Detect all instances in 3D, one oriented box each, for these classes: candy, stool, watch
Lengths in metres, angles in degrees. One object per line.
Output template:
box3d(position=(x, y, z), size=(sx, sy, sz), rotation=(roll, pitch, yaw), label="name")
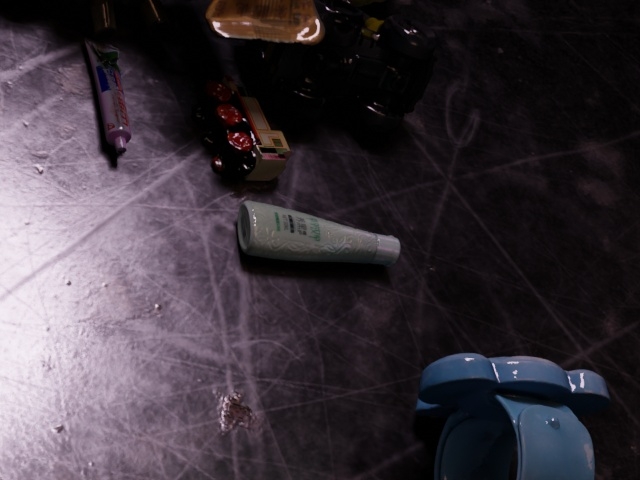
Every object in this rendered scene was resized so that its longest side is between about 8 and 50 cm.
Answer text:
box3d(position=(-0.087, -0.339, 1.575), size=(0.143, 0.101, 0.271), rotation=(-8, 72, -23), label="candy")
box3d(position=(-0.243, -0.309, 1.592), size=(0.228, 0.153, 0.139), rotation=(-23, 75, 3), label="stool")
box3d(position=(0.190, 0.224, 1.406), size=(0.211, 0.211, 0.193), rotation=(11, 65, -24), label="watch")

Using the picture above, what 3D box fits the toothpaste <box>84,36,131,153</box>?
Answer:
box3d(position=(-0.236, -0.164, 1.547), size=(0.045, 0.028, 0.170), rotation=(11, 46, -33), label="toothpaste")

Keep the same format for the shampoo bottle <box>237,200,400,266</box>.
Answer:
box3d(position=(0.000, 0.000, 1.550), size=(0.190, 0.041, 0.069), rotation=(10, 45, -25), label="shampoo bottle")

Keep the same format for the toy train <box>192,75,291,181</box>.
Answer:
box3d(position=(-0.093, -0.132, 1.594), size=(0.087, 0.050, 0.138), rotation=(-1, 55, -38), label="toy train")

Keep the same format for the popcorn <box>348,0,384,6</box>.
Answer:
box3d(position=(0.023, -0.410, 1.757), size=(0.293, 0.237, 0.293), rotation=(22, 37, -18), label="popcorn")

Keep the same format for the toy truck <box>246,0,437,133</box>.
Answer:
box3d(position=(0.022, -0.236, 1.697), size=(0.224, 0.147, 0.165), rotation=(7, 30, -31), label="toy truck")
